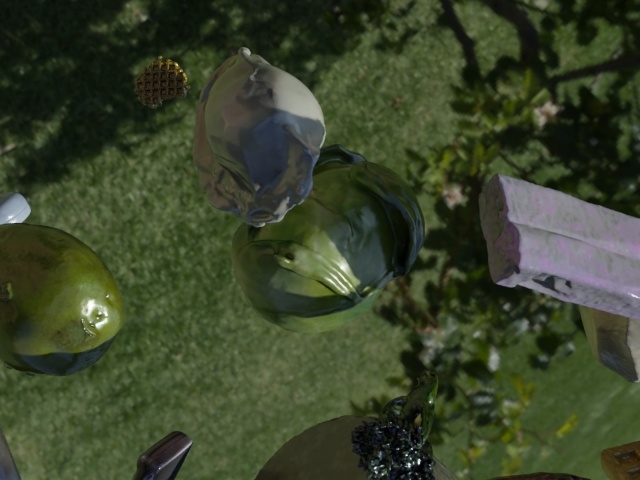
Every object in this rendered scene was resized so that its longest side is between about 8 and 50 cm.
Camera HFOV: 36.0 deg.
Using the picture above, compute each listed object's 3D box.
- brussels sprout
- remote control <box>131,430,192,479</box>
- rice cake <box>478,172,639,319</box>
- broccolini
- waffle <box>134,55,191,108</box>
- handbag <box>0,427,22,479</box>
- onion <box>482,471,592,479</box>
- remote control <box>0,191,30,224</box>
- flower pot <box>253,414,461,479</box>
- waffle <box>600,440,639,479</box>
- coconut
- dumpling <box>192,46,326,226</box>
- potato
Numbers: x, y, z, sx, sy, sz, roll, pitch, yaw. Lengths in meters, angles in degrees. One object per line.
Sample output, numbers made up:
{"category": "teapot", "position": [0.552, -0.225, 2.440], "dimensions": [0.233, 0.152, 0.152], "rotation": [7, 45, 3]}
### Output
{"category": "brussels sprout", "position": [0.002, 0.000, 1.385], "dimensions": [0.259, 0.227, 0.294], "rotation": [-42, -165, -32]}
{"category": "remote control", "position": [-0.164, 0.242, 0.837], "dimensions": [0.212, 0.028, 0.059], "rotation": [-60, 168, 31]}
{"category": "rice cake", "position": [0.290, 0.022, 0.970], "dimensions": [0.298, 0.106, 0.050], "rotation": [14, 146, -22]}
{"category": "broccolini", "position": [0.067, 0.152, 0.806], "dimensions": [0.058, 0.073, 0.201], "rotation": [-11, -173, 10]}
{"category": "waffle", "position": [-0.251, -0.245, 1.544], "dimensions": [0.085, 0.078, 0.016], "rotation": [-33, 170, 4]}
{"category": "handbag", "position": [-0.495, 0.359, 1.437], "dimensions": [0.117, 0.173, 0.095], "rotation": [-23, 176, 3]}
{"category": "onion", "position": [0.182, 0.304, 0.785], "dimensions": [0.246, 0.246, 0.190], "rotation": [-57, -167, 36]}
{"category": "remote control", "position": [-0.528, -0.018, 1.419], "dimensions": [0.244, 0.087, 0.047], "rotation": [-15, 119, 19]}
{"category": "flower pot", "position": [0.083, 0.375, 1.116], "dimensions": [0.294, 0.293, 0.330], "rotation": [-35, 121, -5]}
{"category": "waffle", "position": [0.420, 0.251, 1.086], "dimensions": [0.191, 0.125, 0.032], "rotation": [-14, 118, -5]}
{"category": "coconut", "position": [0.431, 0.072, 1.203], "dimensions": [0.222, 0.202, 0.202], "rotation": [-9, 154, 5]}
{"category": "dumpling", "position": [-0.089, -0.128, 1.249], "dimensions": [0.147, 0.258, 0.193], "rotation": [11, 134, -47]}
{"category": "potato", "position": [-0.348, 0.071, 1.185], "dimensions": [0.253, 0.186, 0.149], "rotation": [1, -177, 40]}
